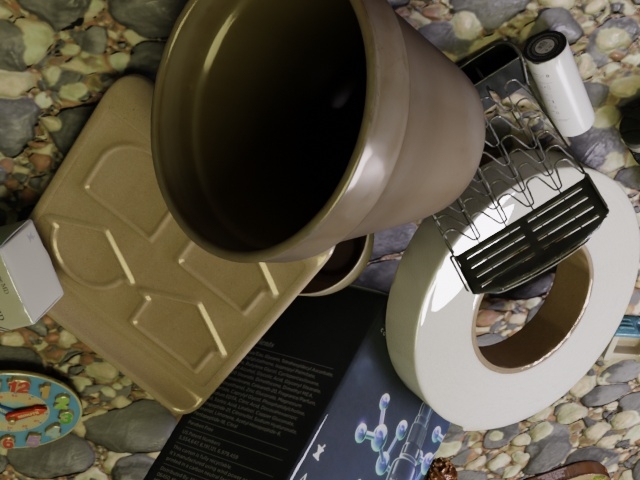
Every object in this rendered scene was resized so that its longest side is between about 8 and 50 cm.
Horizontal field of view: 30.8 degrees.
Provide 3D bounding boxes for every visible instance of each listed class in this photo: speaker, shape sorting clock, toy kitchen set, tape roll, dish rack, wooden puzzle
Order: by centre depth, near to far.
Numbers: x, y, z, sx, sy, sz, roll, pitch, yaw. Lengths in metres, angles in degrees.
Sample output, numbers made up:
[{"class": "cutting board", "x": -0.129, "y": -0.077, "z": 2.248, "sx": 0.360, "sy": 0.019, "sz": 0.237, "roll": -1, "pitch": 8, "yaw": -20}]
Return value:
[{"class": "dish rack", "x": 0.201, "y": -0.079, "z": 1.364, "sx": 0.208, "sy": 0.271, "sz": 0.074, "roll": -34, "pitch": 146, "yaw": 14}, {"class": "speaker", "x": 0.293, "y": -0.189, "z": 1.422, "sx": 0.055, "sy": 0.055, "sz": 0.136, "roll": -23, "pitch": 134, "yaw": 13}, {"class": "wooden puzzle", "x": -0.191, "y": 0.008, "z": 1.442, "sx": 0.322, "sy": 0.080, "sz": 0.348, "roll": 38, "pitch": 119, "yaw": -3}, {"class": "tape roll", "x": 0.261, "y": 0.071, "z": 1.547, "sx": 0.392, "sy": 0.072, "sz": 0.391, "roll": -16, "pitch": 122, "yaw": -28}, {"class": "shape sorting clock", "x": -0.462, "y": 0.258, "z": 1.744, "sx": 0.206, "sy": 0.040, "sz": 0.206, "roll": -5, "pitch": 136, "yaw": -5}, {"class": "toy kitchen set", "x": 0.482, "y": 0.176, "z": 1.751, "sx": 0.207, "sy": 0.166, "sz": 0.122, "roll": 4, "pitch": 134, "yaw": -16}]

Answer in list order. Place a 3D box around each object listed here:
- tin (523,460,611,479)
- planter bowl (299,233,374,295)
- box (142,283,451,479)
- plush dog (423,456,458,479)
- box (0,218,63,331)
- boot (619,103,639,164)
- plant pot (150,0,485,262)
[{"class": "tin", "x": 0.437, "y": 0.457, "z": 2.125, "sx": 0.190, "sy": 0.040, "sz": 0.106, "roll": -21, "pitch": 139, "yaw": 10}, {"class": "planter bowl", "x": 0.000, "y": 0.000, "z": 1.503, "sx": 0.162, "sy": 0.162, "sz": 0.109, "roll": -23, "pitch": 161, "yaw": 13}, {"class": "box", "x": -0.021, "y": 0.290, "z": 1.584, "sx": 0.212, "sy": 0.395, "sz": 0.293, "roll": 10, "pitch": 149, "yaw": 37}, {"class": "plush dog", "x": 0.107, "y": 0.365, "z": 1.829, "sx": 0.262, "sy": 0.225, "sz": 0.211, "roll": -32, "pitch": 132, "yaw": 20}, {"class": "box", "x": -0.472, "y": 0.066, "z": 1.449, "sx": 0.275, "sy": 0.094, "sz": 0.113, "roll": -14, "pitch": 109, "yaw": 19}, {"class": "boot", "x": 0.517, "y": -0.135, "z": 1.506, "sx": 0.237, "sy": 0.085, "sz": 0.178, "roll": -22, "pitch": 139, "yaw": 11}, {"class": "plant pot", "x": 0.023, "y": -0.127, "z": 1.260, "sx": 0.280, "sy": 0.323, "sz": 0.323, "roll": 8, "pitch": 137, "yaw": -47}]
